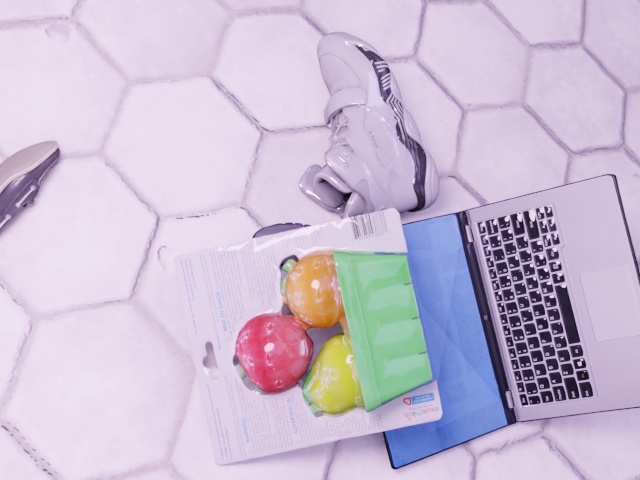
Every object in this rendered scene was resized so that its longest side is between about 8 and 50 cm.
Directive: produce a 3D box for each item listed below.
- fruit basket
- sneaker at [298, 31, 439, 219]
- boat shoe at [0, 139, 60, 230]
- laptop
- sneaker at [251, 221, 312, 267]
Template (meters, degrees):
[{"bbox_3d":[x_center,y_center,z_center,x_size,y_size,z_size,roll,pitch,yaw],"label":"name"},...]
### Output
[{"bbox_3d":[-0.019,0.145,1.256,0.352,0.165,0.327,-13,88,8],"label":"fruit basket"},{"bbox_3d":[0.048,-0.193,1.455,0.210,0.137,0.366,-24,83,-33],"label":"sneaker"},{"bbox_3d":[-0.471,-0.076,1.271,0.206,0.075,0.065,-53,136,-34],"label":"boat shoe"},{"bbox_3d":[0.296,0.128,1.330,0.236,0.407,0.382,-11,87,-62],"label":"laptop"},{"bbox_3d":[0.000,0.000,1.387,0.223,0.098,0.083,6,67,-19],"label":"sneaker"}]
